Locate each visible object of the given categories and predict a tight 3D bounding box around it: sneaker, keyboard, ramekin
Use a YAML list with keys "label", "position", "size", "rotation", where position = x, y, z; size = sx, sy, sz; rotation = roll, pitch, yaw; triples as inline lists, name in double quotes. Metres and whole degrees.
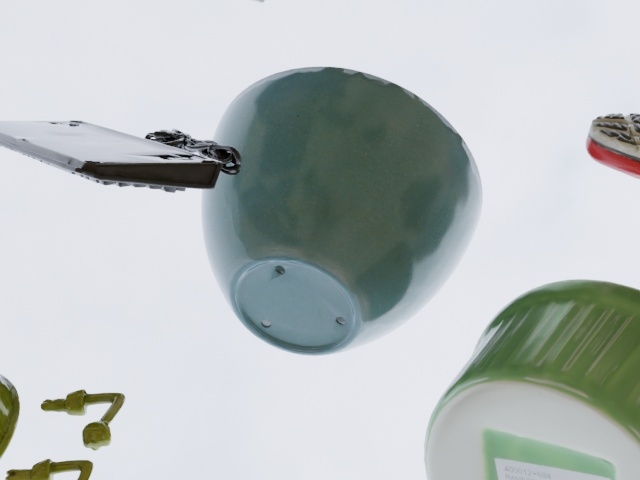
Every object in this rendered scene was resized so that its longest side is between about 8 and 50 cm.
- label: "sneaker"
  position: [0.360, -0.024, 1.441]
  size: [0.279, 0.118, 0.107]
  rotation: [25, -155, -7]
- label: "keyboard"
  position: [-0.172, -0.075, 1.360]
  size: [0.201, 0.317, 0.033]
  rotation: [-2, -78, -29]
- label: "ramekin"
  position: [0.243, 0.202, 1.440]
  size: [0.303, 0.303, 0.148]
  rotation: [35, -137, 14]

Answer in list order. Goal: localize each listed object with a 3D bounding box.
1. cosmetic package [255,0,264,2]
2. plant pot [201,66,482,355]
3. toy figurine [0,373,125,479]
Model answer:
- label: "cosmetic package"
  position: [-0.082, -0.455, 1.597]
  size: [0.217, 0.156, 0.385]
  rotation: [17, -103, 35]
- label: "plant pot"
  position: [0.000, 0.000, 1.565]
  size: [0.290, 0.290, 0.195]
  rotation: [18, -135, 5]
- label: "toy figurine"
  position: [-0.285, 0.144, 1.001]
  size: [0.191, 0.217, 0.362]
  rotation: [-2, -141, 22]
